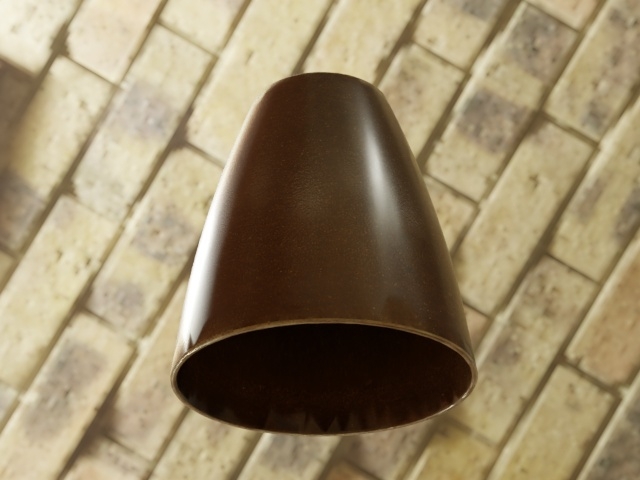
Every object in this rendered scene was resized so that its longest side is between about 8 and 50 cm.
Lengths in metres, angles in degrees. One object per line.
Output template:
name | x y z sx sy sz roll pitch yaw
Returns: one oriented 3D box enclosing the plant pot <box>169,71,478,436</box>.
plant pot | 0.000 0.000 1.064 0.215 0.215 0.230 120 152 -58
